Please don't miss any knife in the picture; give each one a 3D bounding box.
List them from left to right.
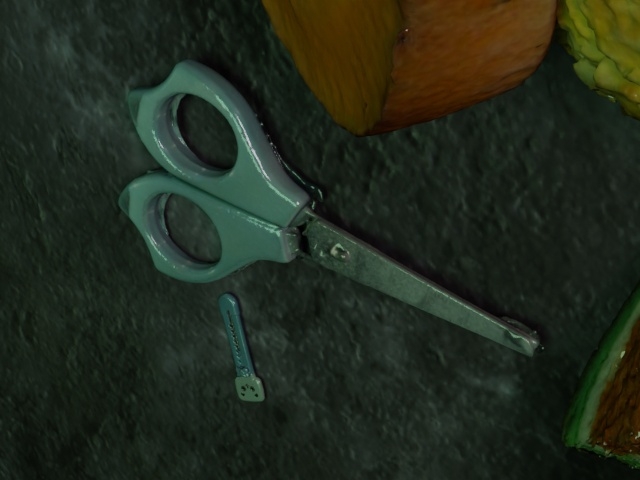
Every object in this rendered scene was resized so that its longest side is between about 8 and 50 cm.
[{"bbox_3d":[-0.066,0.087,0.981,0.027,0.010,0.096,-2,110,33],"label":"knife"}]

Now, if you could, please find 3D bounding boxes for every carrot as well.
[{"bbox_3d":[0.017,-0.213,0.665,0.307,0.100,0.258,69,163,-9],"label":"carrot"}]

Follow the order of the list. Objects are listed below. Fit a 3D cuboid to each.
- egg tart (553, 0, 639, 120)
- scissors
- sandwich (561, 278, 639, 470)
[{"bbox_3d":[0.174,-0.141,0.586,0.291,0.107,0.291,53,162,26],"label":"egg tart"},{"bbox_3d":[0.001,-0.001,0.889,0.360,0.029,0.191,25,126,19],"label":"scissors"},{"bbox_3d":[0.241,0.049,0.692,0.079,0.159,0.235,27,97,-10],"label":"sandwich"}]
